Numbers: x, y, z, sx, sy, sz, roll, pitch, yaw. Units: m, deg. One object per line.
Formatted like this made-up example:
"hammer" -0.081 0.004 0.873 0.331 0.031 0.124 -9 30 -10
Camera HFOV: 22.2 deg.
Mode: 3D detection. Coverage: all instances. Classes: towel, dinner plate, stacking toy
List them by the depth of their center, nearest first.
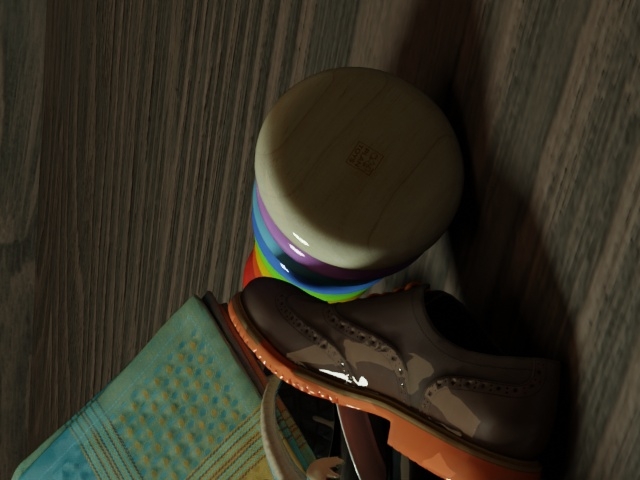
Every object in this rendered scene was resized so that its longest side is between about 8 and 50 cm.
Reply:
"dinner plate" 0.039 0.137 1.201 0.141 0.017 0.141 -16 -90 -79
"stacking toy" 0.000 0.000 1.209 0.330 0.141 0.141 118 144 -68
"towel" -0.097 0.262 1.329 0.271 0.040 0.370 -43 58 15

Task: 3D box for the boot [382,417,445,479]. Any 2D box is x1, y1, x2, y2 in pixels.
"boot" 0.079 0.146 1.118 0.099 0.045 0.121 134 131 -63

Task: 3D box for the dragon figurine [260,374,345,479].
"dragon figurine" 0.011 0.232 1.188 0.289 0.085 0.144 61 179 44

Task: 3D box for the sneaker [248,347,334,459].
"sneaker" -0.050 0.215 1.452 0.122 0.110 0.283 -122 35 -81

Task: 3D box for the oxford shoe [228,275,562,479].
"oxford shoe" 0.048 0.067 1.045 0.271 0.097 0.098 27 100 40
